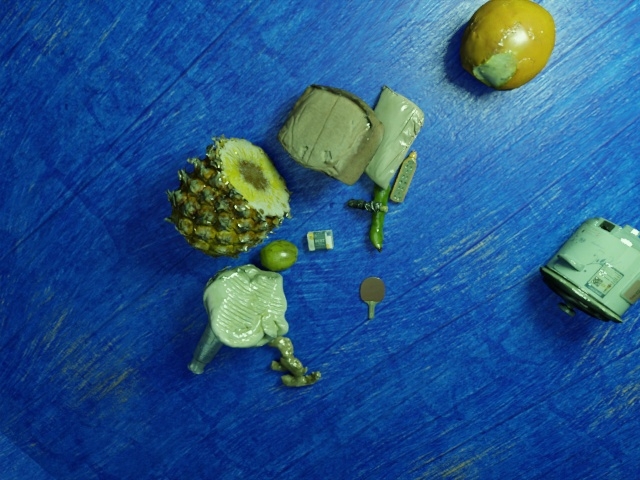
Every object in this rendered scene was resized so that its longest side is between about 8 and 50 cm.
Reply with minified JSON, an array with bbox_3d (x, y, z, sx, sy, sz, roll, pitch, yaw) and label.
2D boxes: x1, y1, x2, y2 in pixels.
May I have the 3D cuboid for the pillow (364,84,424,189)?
[{"bbox_3d":[0.196,-0.313,1.345,0.173,0.067,0.270,34,109,15],"label":"pillow"}]

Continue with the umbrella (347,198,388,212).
[{"bbox_3d":[0.150,-0.111,1.401,0.143,0.040,0.037,14,75,38],"label":"umbrella"}]

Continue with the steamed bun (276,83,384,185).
[{"bbox_3d":[0.046,-0.302,1.300,0.301,0.199,0.252,39,99,29],"label":"steamed bun"}]

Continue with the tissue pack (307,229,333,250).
[{"bbox_3d":[0.000,0.000,1.484,0.083,0.042,0.062,-4,109,8],"label":"tissue pack"}]

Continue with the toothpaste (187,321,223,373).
[{"bbox_3d":[-0.395,0.358,1.632,0.114,0.073,0.299,32,101,-3],"label":"toothpaste"}]

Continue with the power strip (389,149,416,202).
[{"bbox_3d":[0.268,-0.202,1.399,0.049,0.028,0.178,19,108,1],"label":"power strip"}]

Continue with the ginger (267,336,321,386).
[{"bbox_3d":[-0.127,0.454,1.629,0.149,0.065,0.259,-39,101,18],"label":"ginger"}]

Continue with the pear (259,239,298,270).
[{"bbox_3d":[-0.139,0.051,1.481,0.131,0.107,0.107,-8,106,13],"label":"pear"}]

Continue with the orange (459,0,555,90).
[{"bbox_3d":[0.490,-0.519,1.167,0.239,0.240,0.240,2,107,6],"label":"orange"}]

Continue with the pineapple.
[{"bbox_3d":[-0.284,-0.122,1.334,0.300,0.352,0.352,-32,101,22],"label":"pineapple"}]

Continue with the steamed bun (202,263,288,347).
[{"bbox_3d":[-0.264,0.225,1.495,0.267,0.207,0.280,-5,83,-24],"label":"steamed bun"}]

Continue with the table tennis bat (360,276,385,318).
[{"bbox_3d":[0.182,0.201,1.541,0.086,0.013,0.157,1,105,4],"label":"table tennis bat"}]

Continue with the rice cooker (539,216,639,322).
[{"bbox_3d":[0.819,0.097,1.304,0.316,0.264,0.317,-10,121,-17],"label":"rice cooker"}]

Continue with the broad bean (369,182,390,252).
[{"bbox_3d":[0.190,-0.088,1.429,0.052,0.052,0.256,-3,104,-25],"label":"broad bean"}]
